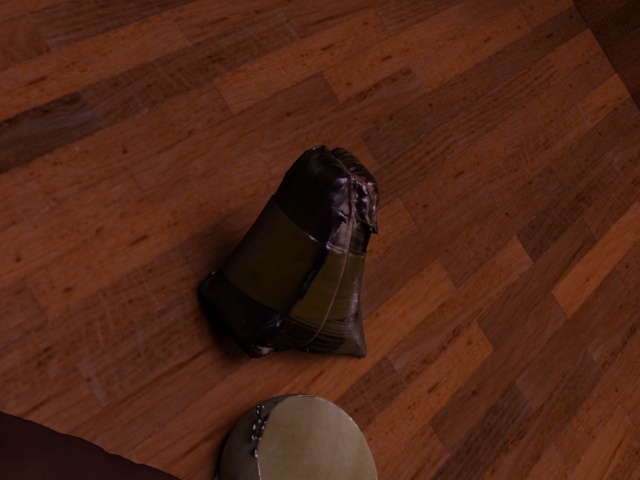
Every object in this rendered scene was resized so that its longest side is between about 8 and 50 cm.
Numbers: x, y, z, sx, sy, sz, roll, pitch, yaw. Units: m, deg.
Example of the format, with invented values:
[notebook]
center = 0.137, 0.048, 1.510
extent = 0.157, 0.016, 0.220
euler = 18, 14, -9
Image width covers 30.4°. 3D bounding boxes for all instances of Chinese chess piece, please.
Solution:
[Chinese chess piece]
center = -0.029, 0.311, 1.544
extent = 0.237, 0.092, 0.238
euler = 23, 53, -35

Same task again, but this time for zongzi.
[zongzi]
center = 0.032, 0.032, 1.642
extent = 0.317, 0.289, 0.154
euler = 17, 27, -46

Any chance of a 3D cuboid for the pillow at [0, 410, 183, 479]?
[pillow]
center = -0.264, 0.336, 1.223
extent = 0.305, 0.108, 0.308
euler = 23, 43, -3
